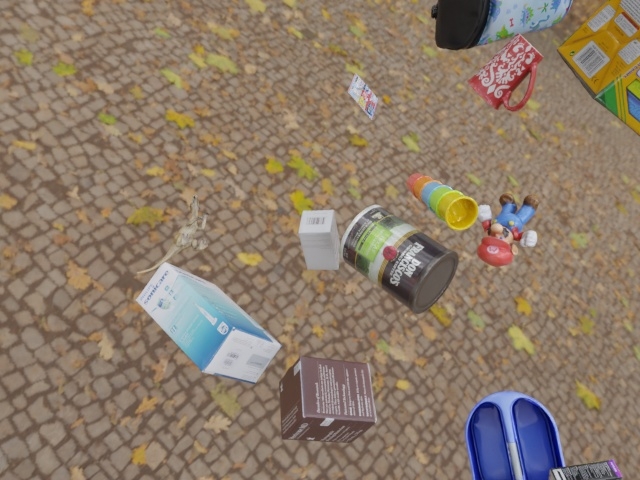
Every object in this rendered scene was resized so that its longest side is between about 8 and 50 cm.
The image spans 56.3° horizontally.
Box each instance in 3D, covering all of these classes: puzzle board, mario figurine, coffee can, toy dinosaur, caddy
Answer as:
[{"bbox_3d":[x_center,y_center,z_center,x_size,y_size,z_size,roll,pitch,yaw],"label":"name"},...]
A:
[{"bbox_3d":[0.114,-0.380,1.570,0.096,0.011,0.128,46,33,-20],"label":"puzzle board"},{"bbox_3d":[0.603,-0.054,1.946,0.170,0.198,0.320,43,53,-7],"label":"mario figurine"},{"bbox_3d":[0.219,0.050,1.698,0.275,0.202,0.201,35,35,31],"label":"coffee can"},{"bbox_3d":[-0.252,0.000,1.101,0.053,0.092,0.183,44,65,-32],"label":"toy dinosaur"},{"bbox_3d":[0.526,0.578,1.620,0.179,0.241,0.342,21,58,-72],"label":"caddy"}]

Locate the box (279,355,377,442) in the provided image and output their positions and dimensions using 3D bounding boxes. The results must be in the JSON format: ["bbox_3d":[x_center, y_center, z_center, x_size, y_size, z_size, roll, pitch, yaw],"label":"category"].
[{"bbox_3d":[0.014,0.422,1.576,0.203,0.168,0.167,10,51,-20],"label":"box"}]

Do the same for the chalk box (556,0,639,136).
[{"bbox_3d":[0.628,-0.310,1.123,0.288,0.179,0.180,22,38,-31],"label":"chalk box"}]

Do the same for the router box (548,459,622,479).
[{"bbox_3d":[0.544,0.540,1.252,0.133,0.179,0.046,-8,34,0],"label":"router box"}]

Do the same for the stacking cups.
[{"bbox_3d":[0.336,-0.125,1.692,0.096,0.096,0.316,24,14,-20],"label":"stacking cups"}]

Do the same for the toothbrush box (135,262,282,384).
[{"bbox_3d":[-0.271,0.200,1.458,0.295,0.126,0.216,37,0,33],"label":"toothbrush box"}]

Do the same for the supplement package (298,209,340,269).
[{"bbox_3d":[0.000,0.000,1.936,0.105,0.179,0.105,-1,45,10],"label":"supplement package"}]

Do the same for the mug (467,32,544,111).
[{"bbox_3d":[0.492,-0.425,1.544,0.150,0.169,0.113,43,25,1],"label":"mug"}]

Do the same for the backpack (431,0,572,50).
[{"bbox_3d":[0.502,-0.672,1.596,0.355,0.290,0.273,-27,41,-37],"label":"backpack"}]
